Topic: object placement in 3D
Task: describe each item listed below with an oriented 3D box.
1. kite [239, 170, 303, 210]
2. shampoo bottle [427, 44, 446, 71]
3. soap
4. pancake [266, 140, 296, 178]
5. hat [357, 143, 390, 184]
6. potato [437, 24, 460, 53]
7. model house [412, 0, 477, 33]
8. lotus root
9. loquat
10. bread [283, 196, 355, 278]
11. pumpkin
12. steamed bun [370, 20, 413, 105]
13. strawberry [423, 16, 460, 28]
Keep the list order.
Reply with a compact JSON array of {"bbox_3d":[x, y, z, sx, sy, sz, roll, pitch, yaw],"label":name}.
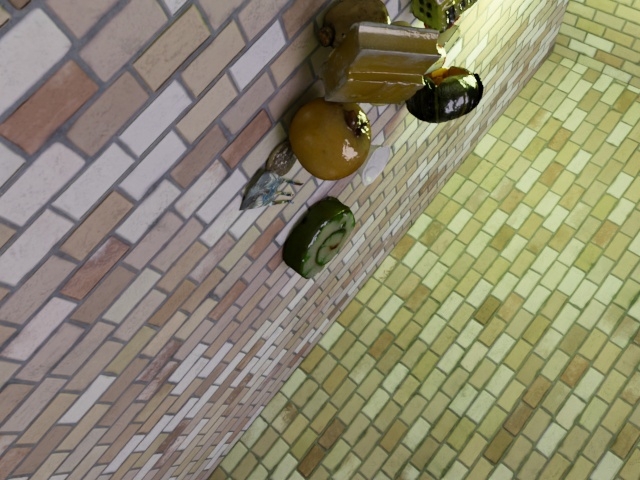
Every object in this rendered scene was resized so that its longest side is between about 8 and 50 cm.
[{"bbox_3d":[-0.151,-0.176,1.650,0.310,0.015,0.169,-14,143,-57],"label":"kite"},{"bbox_3d":[0.389,-0.704,1.856,0.278,0.104,0.104,-33,150,-40],"label":"shampoo bottle"},{"bbox_3d":[0.170,-0.505,1.350,0.281,0.143,0.259,-6,166,-26],"label":"soap"},{"bbox_3d":[-0.126,-0.268,1.582,0.151,0.025,0.151,-43,155,-26],"label":"pancake"},{"bbox_3d":[0.187,-0.340,1.957,0.203,0.126,0.203,-43,155,-25],"label":"hat"},{"bbox_3d":[0.535,-0.854,1.985,0.122,0.061,0.086,-54,158,6],"label":"potato"},{"bbox_3d":[0.404,-0.867,1.570,0.193,0.175,0.234,-40,148,2],"label":"model house"},{"bbox_3d":[0.111,-0.627,1.361,0.257,0.154,0.140,-31,157,-27],"label":"lotus root"},{"bbox_3d":[0.036,-0.331,1.486,0.275,0.275,0.275,-42,155,-25],"label":"loquat"},{"bbox_3d":[0.000,0.000,2.077,0.366,0.129,0.382,-21,142,-53],"label":"bread"},{"bbox_3d":[0.511,-0.616,1.981,0.320,0.320,0.192,-38,132,-34],"label":"pumpkin"},{"bbox_3d":[0.215,-0.604,1.592,0.232,0.166,0.273,-33,148,-6],"label":"steamed bun"},{"bbox_3d":[0.460,-0.859,1.761,0.148,0.131,0.131,-43,167,36],"label":"strawberry"}]
